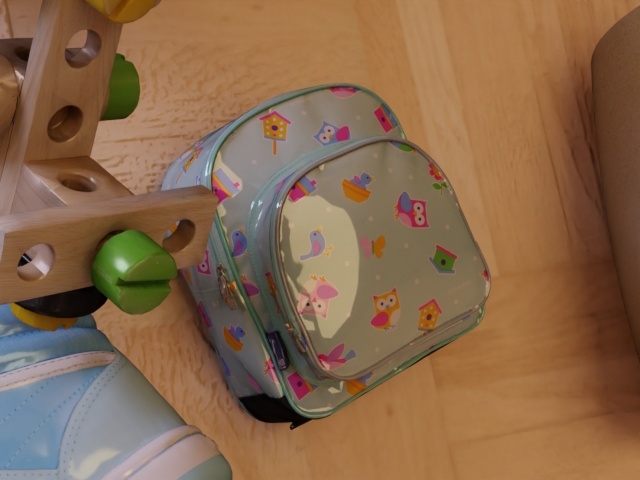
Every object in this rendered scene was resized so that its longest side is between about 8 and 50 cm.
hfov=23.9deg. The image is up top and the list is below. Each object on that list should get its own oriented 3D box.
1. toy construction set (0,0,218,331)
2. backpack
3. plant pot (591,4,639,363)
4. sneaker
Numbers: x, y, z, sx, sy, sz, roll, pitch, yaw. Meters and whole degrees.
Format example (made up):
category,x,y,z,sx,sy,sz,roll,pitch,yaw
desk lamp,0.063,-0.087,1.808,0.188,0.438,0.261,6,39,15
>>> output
category,x,y,z,sx,sy,sz,roll,pitch,yaw
toy construction set,-0.155,-0.094,0.704,0.237,0.257,0.309,48,13,35
backpack,0.000,0.000,0.921,0.166,0.144,0.188,-27,88,-26
plant pot,0.301,-0.038,1.053,0.257,0.256,0.274,-8,66,-30
sneaker,-0.229,0.138,0.785,0.319,0.127,0.208,-32,76,-19
